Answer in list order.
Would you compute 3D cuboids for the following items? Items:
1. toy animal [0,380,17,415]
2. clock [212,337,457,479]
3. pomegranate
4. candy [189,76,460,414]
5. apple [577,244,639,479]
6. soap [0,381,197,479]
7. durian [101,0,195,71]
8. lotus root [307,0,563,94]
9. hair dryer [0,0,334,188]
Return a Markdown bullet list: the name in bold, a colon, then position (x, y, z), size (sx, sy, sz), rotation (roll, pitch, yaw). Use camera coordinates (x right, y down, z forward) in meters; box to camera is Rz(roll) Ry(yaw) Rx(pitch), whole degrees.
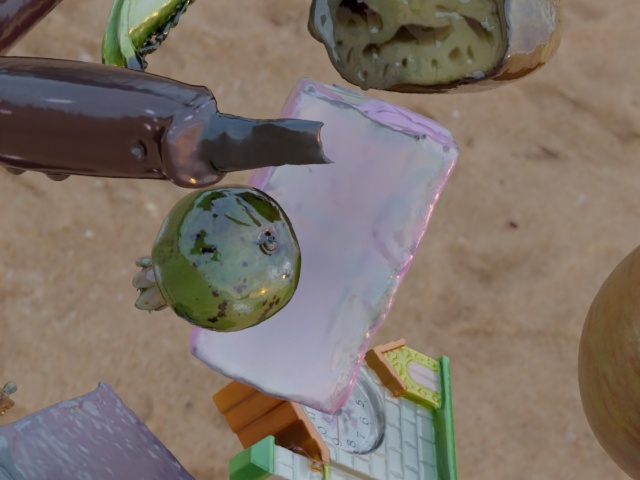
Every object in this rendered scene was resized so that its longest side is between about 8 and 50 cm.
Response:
- **toy animal**: position (-0.408, 0.065, 1.632), size (0.275, 0.054, 0.149), rotation (57, -18, -21)
- **clock**: position (0.017, 0.193, 1.705), size (0.255, 0.106, 0.219), rotation (27, 44, -32)
- **pomegranate**: position (-0.083, 0.018, 1.204), size (0.114, 0.142, 0.114), rotation (21, 60, -43)
- **candy**: position (0.000, 0.000, 1.410), size (0.156, 0.265, 0.116), rotation (23, 11, -5)
- **apple**: position (0.515, 0.142, 1.989), size (0.400, 0.400, 0.333), rotation (20, 51, -13)
- **soap**: position (-0.164, 0.270, 1.366), size (0.296, 0.107, 0.285), rotation (46, 12, 10)
- **durian**: position (-0.079, -0.270, 1.251), size (0.107, 0.132, 0.375), rotation (11, 60, 39)
- **lotus root**: position (0.116, -0.216, 1.294), size (0.188, 0.199, 0.180), rotation (8, 13, 37)
- **hair dryer**: position (-0.125, -0.085, 0.817), size (0.340, 0.123, 0.312), rotation (8, 34, 27)
